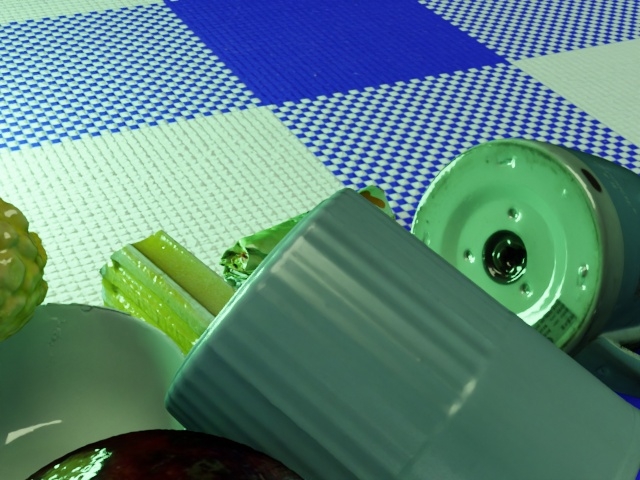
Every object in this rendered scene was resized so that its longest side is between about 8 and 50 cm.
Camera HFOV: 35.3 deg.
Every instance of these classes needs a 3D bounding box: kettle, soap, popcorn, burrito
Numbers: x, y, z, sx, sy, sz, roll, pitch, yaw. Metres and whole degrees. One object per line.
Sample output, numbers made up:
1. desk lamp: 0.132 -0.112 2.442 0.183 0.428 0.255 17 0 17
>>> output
1. kettle: 0.316 0.050 1.135 0.342 0.247 0.320 3 50 -44
2. soap: -0.156 0.084 1.099 0.073 0.140 0.232 -20 40 -36
3. popcorn: -0.334 0.027 0.913 0.180 0.170 0.180 15 40 -13
4. burrito: 0.000 0.000 1.318 0.288 0.054 0.104 -22 44 -35

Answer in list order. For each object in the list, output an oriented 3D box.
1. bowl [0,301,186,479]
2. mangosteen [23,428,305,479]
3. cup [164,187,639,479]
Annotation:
1. bowl: -0.253 0.196 0.921 0.286 0.144 0.287 2 35 -1
2. mangosteen: -0.087 0.275 0.700 0.306 0.306 0.359 22 18 25
3. cup: 0.079 0.121 0.851 0.311 0.257 0.331 40 49 3
